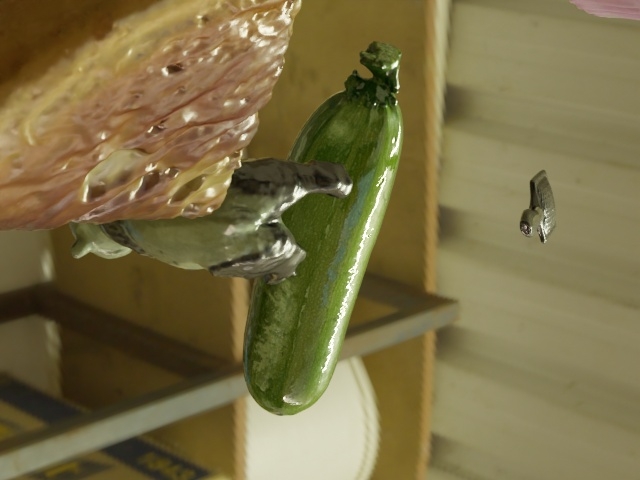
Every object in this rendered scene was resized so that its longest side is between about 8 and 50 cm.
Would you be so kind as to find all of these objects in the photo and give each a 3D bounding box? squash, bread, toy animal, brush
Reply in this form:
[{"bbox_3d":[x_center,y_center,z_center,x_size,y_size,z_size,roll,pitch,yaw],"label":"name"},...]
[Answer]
[{"bbox_3d":[0.000,0.000,1.234,0.101,0.101,0.378,38,-53,31],"label":"squash"},{"bbox_3d":[-0.078,-0.041,0.417,0.054,0.136,0.154,55,-26,20],"label":"bread"},{"bbox_3d":[-0.093,-0.017,1.006,0.225,0.121,0.093,7,-84,45],"label":"toy animal"},{"bbox_3d":[0.202,-0.025,1.299,0.016,0.193,0.063,-11,-84,19],"label":"brush"}]

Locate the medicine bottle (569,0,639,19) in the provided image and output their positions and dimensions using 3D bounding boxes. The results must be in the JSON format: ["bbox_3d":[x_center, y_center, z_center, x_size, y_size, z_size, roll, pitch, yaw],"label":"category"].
[{"bbox_3d":[0.250,-0.173,0.605,0.291,0.178,0.178,13,-70,43],"label":"medicine bottle"}]
